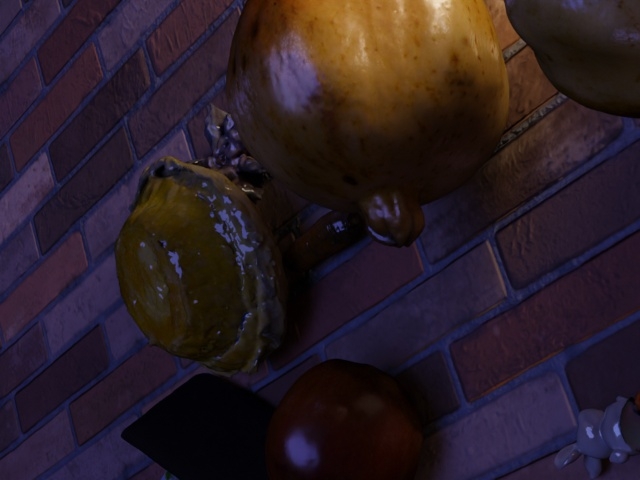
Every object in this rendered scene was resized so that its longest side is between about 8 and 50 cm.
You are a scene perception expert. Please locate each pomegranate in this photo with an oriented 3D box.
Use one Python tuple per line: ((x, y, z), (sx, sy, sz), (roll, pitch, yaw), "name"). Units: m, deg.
((0.355, -0.296, 1.485), (0.332, 0.332, 0.333), (1, 91, 50), "pomegranate")
((0.066, -0.184, 1.780), (0.410, 0.410, 0.410), (1, 91, 50), "pomegranate")

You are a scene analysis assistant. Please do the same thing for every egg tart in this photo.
((-0.210, 0.056, 2.201), (0.388, 0.169, 0.388), (29, 130, 40), "egg tart")

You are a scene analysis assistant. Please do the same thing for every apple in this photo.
((0.035, 0.283, 1.952), (0.230, 0.230, 0.230), (1, 91, 50), "apple")

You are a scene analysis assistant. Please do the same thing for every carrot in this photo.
((0.000, 0.000, 2.100), (0.186, 0.060, 0.060), (-32, 66, 49), "carrot")

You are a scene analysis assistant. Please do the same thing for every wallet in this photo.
((-0.150, 0.326, 2.189), (0.377, 0.197, 0.051), (24, 142, 46), "wallet")

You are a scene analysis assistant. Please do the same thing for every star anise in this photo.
((-0.143, -0.130, 2.239), (0.236, 0.093, 0.229), (-50, 55, 39), "star anise")

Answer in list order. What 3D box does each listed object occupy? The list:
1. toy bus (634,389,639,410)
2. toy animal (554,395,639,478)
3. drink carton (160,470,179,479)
((0.494, 0.236, 1.448), (0.329, 0.153, 0.143), (50, 125, 37), "toy bus")
((0.352, 0.240, 1.677), (0.124, 0.071, 0.085), (-23, 53, 57), "toy animal")
((-0.163, 0.526, 2.238), (0.194, 0.132, 0.325), (-56, 49, 34), "drink carton")
